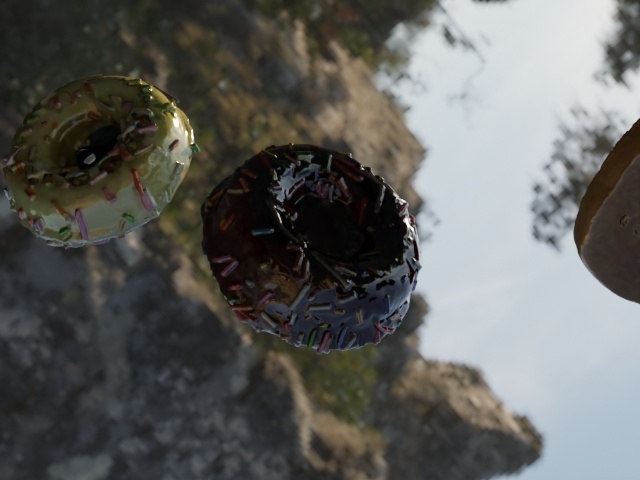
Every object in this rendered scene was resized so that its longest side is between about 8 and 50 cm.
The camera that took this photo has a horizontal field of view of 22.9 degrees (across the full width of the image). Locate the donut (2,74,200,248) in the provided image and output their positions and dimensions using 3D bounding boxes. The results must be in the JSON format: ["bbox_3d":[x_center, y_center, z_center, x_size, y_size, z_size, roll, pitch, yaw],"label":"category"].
[{"bbox_3d":[-0.192,-0.073,1.339,0.174,0.068,0.175,-10,-132,12],"label":"donut"}]

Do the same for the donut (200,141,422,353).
[{"bbox_3d":[0.000,0.000,1.545,0.089,0.235,0.235,-55,178,42],"label":"donut"}]

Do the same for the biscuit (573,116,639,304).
[{"bbox_3d":[0.505,-0.056,1.919,0.385,0.365,0.062,-39,-145,18],"label":"biscuit"}]
